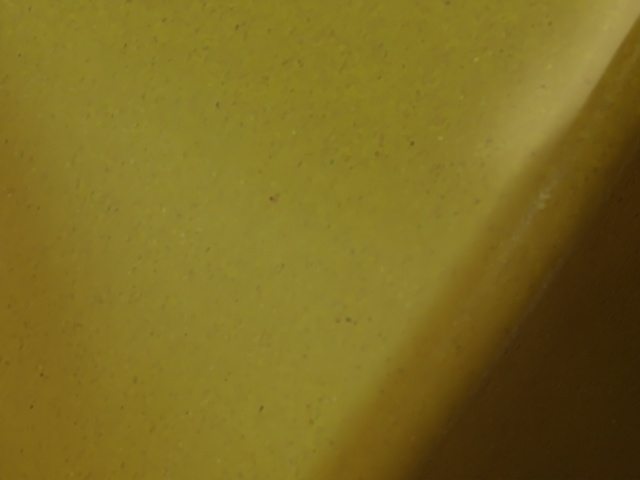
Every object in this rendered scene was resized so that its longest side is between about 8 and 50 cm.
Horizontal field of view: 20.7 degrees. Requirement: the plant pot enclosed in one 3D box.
[{"bbox_3d":[0.000,0.000,0.446,0.212,0.212,0.187,22,78,28],"label":"plant pot"}]
